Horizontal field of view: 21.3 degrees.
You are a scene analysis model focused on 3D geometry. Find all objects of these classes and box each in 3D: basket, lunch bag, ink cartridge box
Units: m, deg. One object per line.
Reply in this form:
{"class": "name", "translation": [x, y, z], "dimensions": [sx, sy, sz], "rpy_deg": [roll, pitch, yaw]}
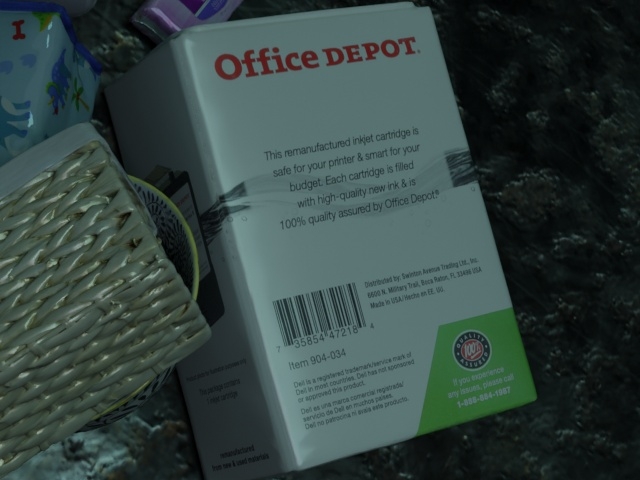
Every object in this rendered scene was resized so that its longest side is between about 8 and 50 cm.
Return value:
{"class": "basket", "translation": [-0.153, 0.039, 0.890], "dimensions": [0.167, 0.113, 0.103], "rpy_deg": [-33, 61, -6]}
{"class": "lunch bag", "translation": [-0.216, -0.067, 0.974], "dimensions": [0.151, 0.096, 0.129], "rpy_deg": [3, 66, 16]}
{"class": "ink cartridge box", "translation": [0.000, 0.000, 1.088], "dimensions": [0.198, 0.115, 0.273], "rpy_deg": [-11, 83, -34]}

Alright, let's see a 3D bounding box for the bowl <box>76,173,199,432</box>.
{"class": "bowl", "translation": [-0.141, 0.050, 0.993], "dimensions": [0.080, 0.170, 0.170], "rpy_deg": [66, 40, -56]}

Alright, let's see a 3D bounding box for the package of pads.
{"class": "package of pads", "translation": [-0.084, -0.159, 1.130], "dimensions": [0.050, 0.032, 0.083], "rpy_deg": [43, 59, -16]}

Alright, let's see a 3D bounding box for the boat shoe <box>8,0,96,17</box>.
{"class": "boat shoe", "translation": [-0.263, -0.225, 1.000], "dimensions": [0.301, 0.108, 0.102], "rpy_deg": [20, 69, -18]}
